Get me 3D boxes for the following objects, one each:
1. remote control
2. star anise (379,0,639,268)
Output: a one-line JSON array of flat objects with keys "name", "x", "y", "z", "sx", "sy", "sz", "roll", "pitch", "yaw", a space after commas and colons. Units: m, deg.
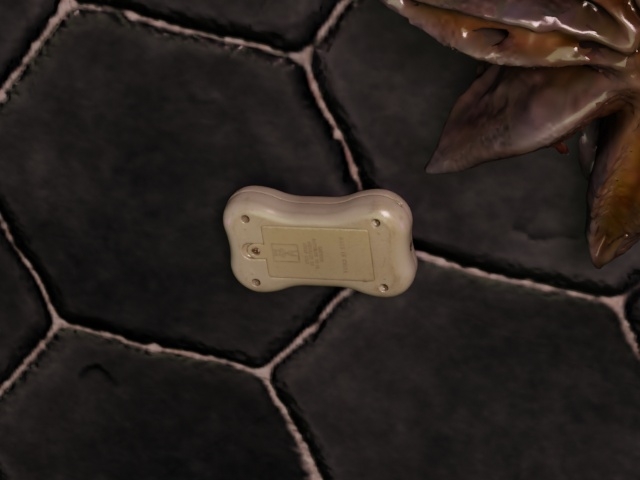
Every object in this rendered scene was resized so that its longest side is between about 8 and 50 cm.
[{"name": "remote control", "x": 0.000, "y": 0.000, "z": 1.078, "sx": 0.122, "sy": 0.032, "sz": 0.074, "roll": 3, "pitch": 123, "yaw": 16}, {"name": "star anise", "x": 0.182, "y": -0.124, "z": 0.891, "sx": 0.332, "sy": 0.117, "sz": 0.331, "roll": 4, "pitch": 125, "yaw": 6}]
